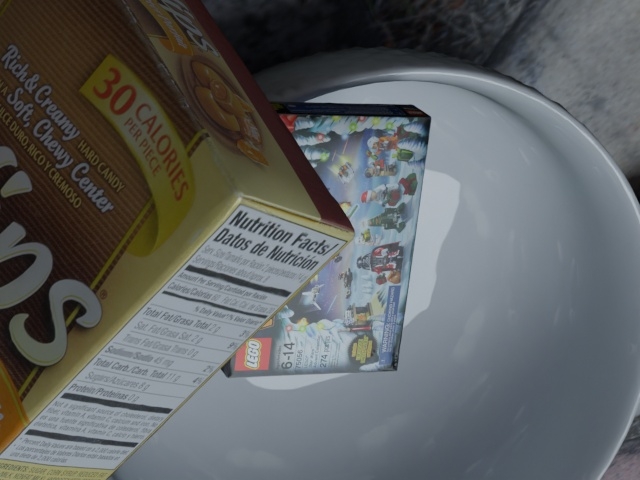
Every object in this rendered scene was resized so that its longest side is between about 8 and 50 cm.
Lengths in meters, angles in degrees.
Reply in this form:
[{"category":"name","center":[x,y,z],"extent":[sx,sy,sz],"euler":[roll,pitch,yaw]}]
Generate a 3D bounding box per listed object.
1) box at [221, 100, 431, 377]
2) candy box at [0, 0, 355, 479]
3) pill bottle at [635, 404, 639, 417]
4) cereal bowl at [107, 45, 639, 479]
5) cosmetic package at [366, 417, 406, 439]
[{"category":"box","center":[0.000,0.000,0.763],"extent":[0.093,0.027,0.137],"euler":[-1,110,-20]},{"category":"candy box","center":[-0.151,0.029,0.722],"extent":[0.316,0.183,0.087],"euler":[-45,147,20]},{"category":"pill bottle","center":[0.293,0.041,1.161],"extent":[0.278,0.162,0.162],"euler":[-15,145,-28]},{"category":"cereal bowl","center":[0.012,0.046,0.879],"extent":[0.338,0.141,0.339],"euler":[-8,113,-20]},{"category":"cosmetic package","center":[0.020,0.082,1.015],"extent":[0.060,0.115,0.041],"euler":[-28,156,-10]}]
